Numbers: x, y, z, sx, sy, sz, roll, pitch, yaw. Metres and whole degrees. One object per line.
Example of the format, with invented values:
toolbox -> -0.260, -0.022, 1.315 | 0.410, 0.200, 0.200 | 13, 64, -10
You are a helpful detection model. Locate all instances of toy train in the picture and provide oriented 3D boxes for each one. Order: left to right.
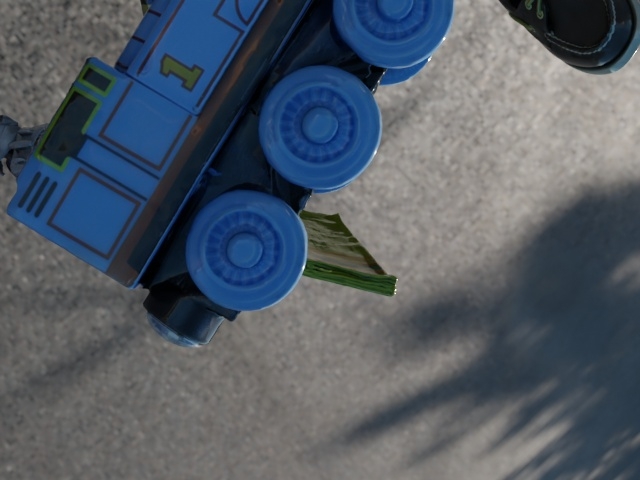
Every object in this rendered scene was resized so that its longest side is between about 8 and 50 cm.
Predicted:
toy train -> -0.028, -0.055, 0.440 | 0.184, 0.105, 0.080 | -59, -179, 0

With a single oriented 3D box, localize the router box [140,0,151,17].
router box -> -0.071, -0.305, 1.570 | 0.309, 0.081, 0.243 | -1, 157, -1

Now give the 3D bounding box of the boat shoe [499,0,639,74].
boat shoe -> 0.200, -0.212, 1.059 | 0.069, 0.228, 0.081 | 22, 110, -27

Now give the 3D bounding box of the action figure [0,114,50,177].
action figure -> -0.207, -0.070, 1.180 | 0.285, 0.185, 0.099 | 21, 92, -25

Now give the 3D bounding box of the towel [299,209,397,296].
towel -> 0.000, 0.000, 1.221 | 0.102, 0.237, 0.021 | 15, 103, -17
